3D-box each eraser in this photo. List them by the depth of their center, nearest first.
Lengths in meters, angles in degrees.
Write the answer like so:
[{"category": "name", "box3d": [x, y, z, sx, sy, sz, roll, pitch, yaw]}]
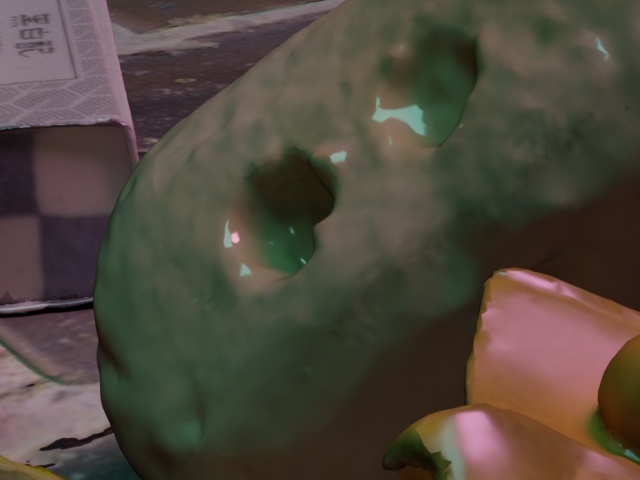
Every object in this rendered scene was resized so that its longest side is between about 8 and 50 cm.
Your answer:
[{"category": "eraser", "box3d": [-0.163, -0.083, 1.100, 0.096, 0.098, 0.404, -5, 22, -9]}]

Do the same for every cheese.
[{"category": "cheese", "box3d": [0.036, -0.003, 0.694, 0.247, 0.251, 0.174, -20, 60, -16]}]

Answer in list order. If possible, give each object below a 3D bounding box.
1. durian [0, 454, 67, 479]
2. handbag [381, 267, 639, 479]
[{"category": "durian", "box3d": [-0.101, 0.143, 0.461, 0.169, 0.158, 0.352, 8, 19, 5]}, {"category": "handbag", "box3d": [0.120, 0.151, 0.327, 0.283, 0.133, 0.401, 21, 25, 1]}]
